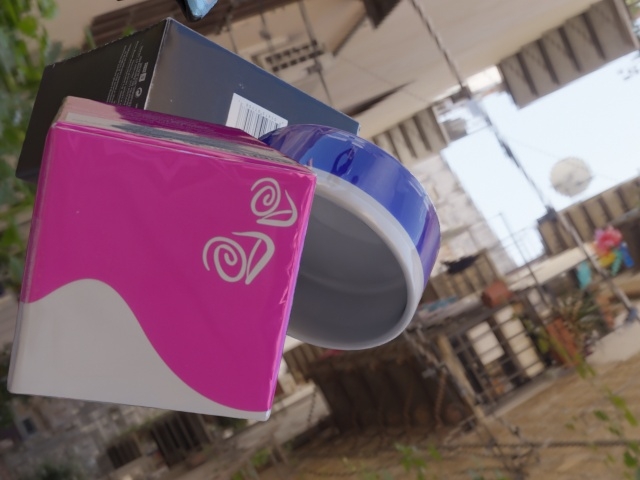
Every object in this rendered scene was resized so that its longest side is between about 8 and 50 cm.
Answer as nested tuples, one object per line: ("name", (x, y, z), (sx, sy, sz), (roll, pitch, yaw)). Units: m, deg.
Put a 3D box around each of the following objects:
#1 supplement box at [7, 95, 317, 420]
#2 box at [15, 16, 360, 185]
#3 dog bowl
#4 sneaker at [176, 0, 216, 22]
("supplement box", (-0.085, -0.003, 0.516), (0.220, 0.114, 0.111), (-135, -124, -75))
("box", (-0.181, -0.125, 1.442), (0.312, 0.343, 0.179), (-5, -112, 48))
("dog bowl", (0.000, 0.000, 1.198), (0.265, 0.104, 0.265), (17, -42, 16))
("sneaker", (-0.140, -0.211, 0.750), (0.073, 0.162, 0.063), (-64, -160, 3))
